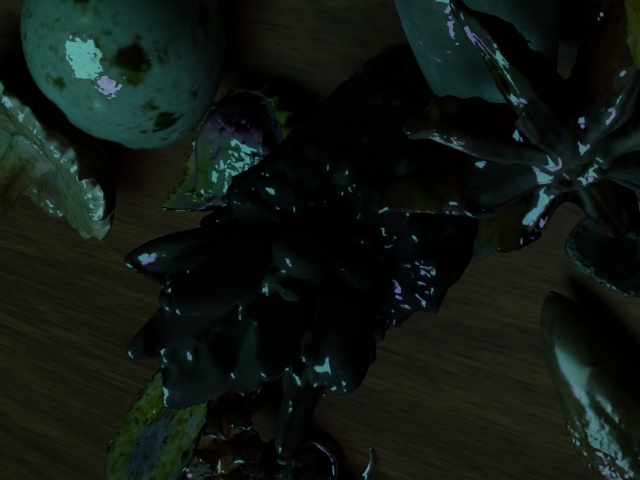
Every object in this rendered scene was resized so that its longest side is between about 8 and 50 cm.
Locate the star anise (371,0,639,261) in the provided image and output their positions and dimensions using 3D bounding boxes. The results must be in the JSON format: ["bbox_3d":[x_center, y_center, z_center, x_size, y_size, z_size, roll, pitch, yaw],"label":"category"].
[{"bbox_3d":[0.159,-0.071,1.070,0.288,0.288,0.088,88,169,-54],"label":"star anise"}]

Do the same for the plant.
[{"bbox_3d":[0.000,0.000,1.234,0.194,0.320,0.181,45,151,-8],"label":"plant"}]

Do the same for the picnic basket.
[{"bbox_3d":[0.225,0.009,1.234,0.083,0.065,0.083,38,169,19],"label":"picnic basket"}]

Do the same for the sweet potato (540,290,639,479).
[{"bbox_3d":[0.286,0.184,1.374,0.341,0.092,0.114,44,127,-3],"label":"sweet potato"}]

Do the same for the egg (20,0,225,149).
[{"bbox_3d":[-0.161,-0.164,1.375,0.169,0.169,0.231,28,159,25],"label":"egg"}]

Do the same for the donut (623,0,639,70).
[{"bbox_3d":[0.295,-0.155,0.828,0.299,0.150,0.317,18,143,34],"label":"donut"}]

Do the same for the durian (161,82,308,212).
[{"bbox_3d":[-0.042,-0.085,1.437,0.187,0.119,0.108,-11,84,43],"label":"durian"}]

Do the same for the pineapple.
[{"bbox_3d":[-0.076,0.271,1.873,0.272,0.262,0.262,28,158,-24],"label":"pineapple"}]

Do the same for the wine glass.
[{"bbox_3d":[0.101,-0.175,1.082,0.111,0.111,0.204,21,148,34],"label":"wine glass"}]

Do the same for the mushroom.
[{"bbox_3d":[-0.317,-0.022,1.669,0.208,0.301,0.233,6,163,-2],"label":"mushroom"}]
